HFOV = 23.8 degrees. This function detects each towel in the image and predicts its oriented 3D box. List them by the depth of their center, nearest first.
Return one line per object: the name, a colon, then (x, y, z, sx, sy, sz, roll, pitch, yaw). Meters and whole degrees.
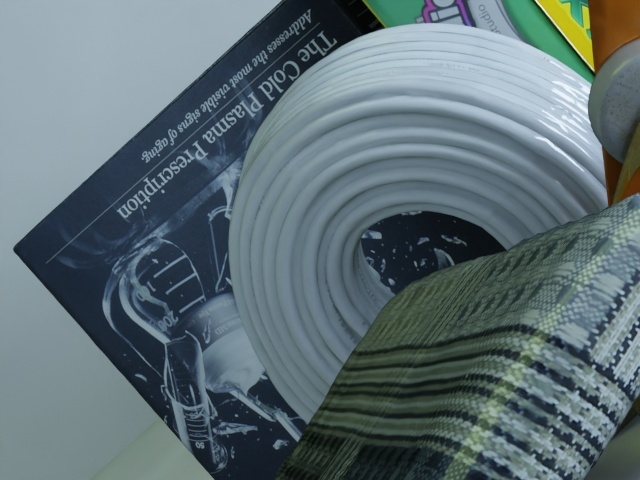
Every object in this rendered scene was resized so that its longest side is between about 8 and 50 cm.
towel: (-0.001, 0.132, 0.553, 0.312, 0.056, 0.324, -55, 4, -9)

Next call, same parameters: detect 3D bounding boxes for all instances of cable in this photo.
cable: (0.068, 0.013, 0.844, 0.257, 0.257, 0.089, -41, 9, 34)

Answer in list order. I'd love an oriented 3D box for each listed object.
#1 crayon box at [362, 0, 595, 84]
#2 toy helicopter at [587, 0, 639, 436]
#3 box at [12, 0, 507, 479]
crayon box: (0.168, -0.170, 1.095, 0.106, 0.363, 0.313, -38, 5, 30)
toy helicopter: (0.139, 0.017, 0.678, 0.355, 0.140, 0.235, 118, 152, -50)
box: (0.000, 0.000, 1.195, 0.343, 0.312, 0.179, -39, 5, 26)
